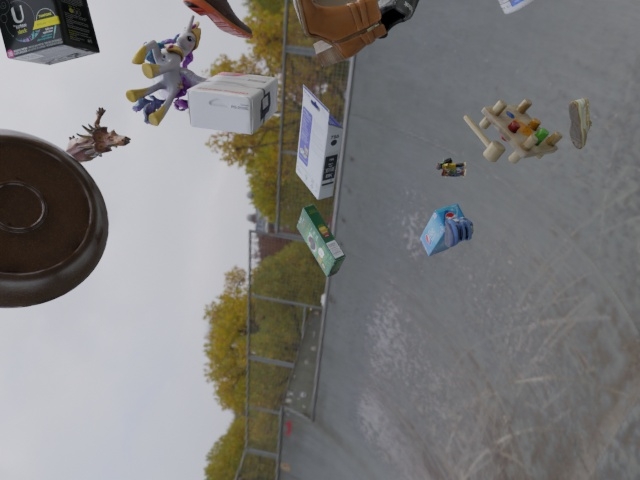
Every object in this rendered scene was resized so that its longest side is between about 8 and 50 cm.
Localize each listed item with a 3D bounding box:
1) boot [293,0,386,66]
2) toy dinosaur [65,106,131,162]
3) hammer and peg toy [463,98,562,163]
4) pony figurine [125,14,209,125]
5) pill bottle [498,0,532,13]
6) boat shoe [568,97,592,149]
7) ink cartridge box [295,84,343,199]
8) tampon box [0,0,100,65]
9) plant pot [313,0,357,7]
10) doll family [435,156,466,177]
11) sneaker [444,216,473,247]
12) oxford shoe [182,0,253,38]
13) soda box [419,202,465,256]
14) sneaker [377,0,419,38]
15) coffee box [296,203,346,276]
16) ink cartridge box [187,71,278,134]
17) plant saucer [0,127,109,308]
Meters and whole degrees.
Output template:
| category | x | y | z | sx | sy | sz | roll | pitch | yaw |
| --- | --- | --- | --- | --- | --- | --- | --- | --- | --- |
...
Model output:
| category | x | y | z | sx | sy | sz | roll | pitch | yaw |
| --- | --- | --- | --- | --- | --- | --- | --- | --- | --- |
| boot | 0.039 | -0.444 | 0.981 | 0.197 | 0.153 | 0.072 | 44 | -154 | -60 |
| toy dinosaur | -0.757 | -0.304 | 1.628 | 0.127 | 0.296 | 0.200 | 49 | -163 | -29 |
| hammer and peg toy | 0.724 | -0.421 | 1.893 | 0.265 | 0.362 | 0.127 | 59 | 140 | 22 |
| pony figurine | -0.509 | -0.556 | 1.735 | 0.350 | 0.303 | 0.363 | 101 | -168 | -47 |
| pill bottle | 0.294 | -0.436 | 0.781 | 0.137 | 0.078 | 0.078 | 54 | -156 | -17 |
| boat shoe | 0.670 | -0.299 | 1.281 | 0.050 | 0.045 | 0.135 | -119 | 5 | -55 |
| ink cartridge box | -0.005 | -0.304 | 1.564 | 0.165 | 0.065 | 0.332 | 55 | 152 | 35 |
| tampon box | -0.495 | -0.412 | 0.896 | 0.101 | 0.121 | 0.160 | -48 | -51 | -73 |
| plant pot | 0.034 | -0.816 | 1.357 | 0.256 | 0.257 | 0.273 | 82 | -158 | -72 |
| doll family | 0.499 | -0.275 | 1.925 | 0.193 | 0.112 | 0.075 | 11 | -100 | -76 |
| sneaker | 0.292 | -0.022 | 1.055 | 0.144 | 0.059 | 0.053 | -43 | -45 | -66 |
| oxford shoe | -0.313 | -0.748 | 1.628 | 0.271 | 0.097 | 0.098 | 17 | -88 | -53 |
| soda box | 0.352 | -0.027 | 1.450 | 0.210 | 0.071 | 0.067 | 93 | 156 | -69 |
| sneaker | 0.176 | -0.515 | 1.037 | 0.234 | 0.078 | 0.106 | -44 | 53 | 30 |
| coffee box | 0.000 | 0.000 | 1.411 | 0.184 | 0.041 | 0.113 | 58 | 156 | 19 |
| ink cartridge box | -0.228 | -0.373 | 1.343 | 0.237 | 0.172 | 0.100 | -68 | -16 | -59 |
| plant saucer | -0.494 | -0.048 | 0.807 | 0.050 | 0.311 | 0.310 | -25 | 41 | 45 |
